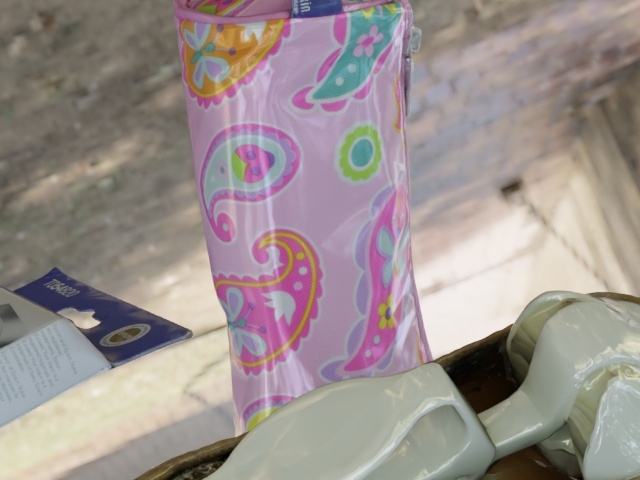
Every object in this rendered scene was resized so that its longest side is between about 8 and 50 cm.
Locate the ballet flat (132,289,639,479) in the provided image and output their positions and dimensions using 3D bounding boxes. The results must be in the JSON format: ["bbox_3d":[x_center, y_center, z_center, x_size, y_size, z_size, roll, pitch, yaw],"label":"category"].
[{"bbox_3d":[0.059,0.083,0.694,0.342,0.116,0.124,-17,146,-16],"label":"ballet flat"}]

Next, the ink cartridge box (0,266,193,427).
[{"bbox_3d":[-0.215,0.064,0.946,0.224,0.045,0.223,-27,-161,-23],"label":"ink cartridge box"}]

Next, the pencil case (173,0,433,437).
[{"bbox_3d":[0.000,0.000,0.853,0.124,0.284,0.124,-6,-163,2],"label":"pencil case"}]
